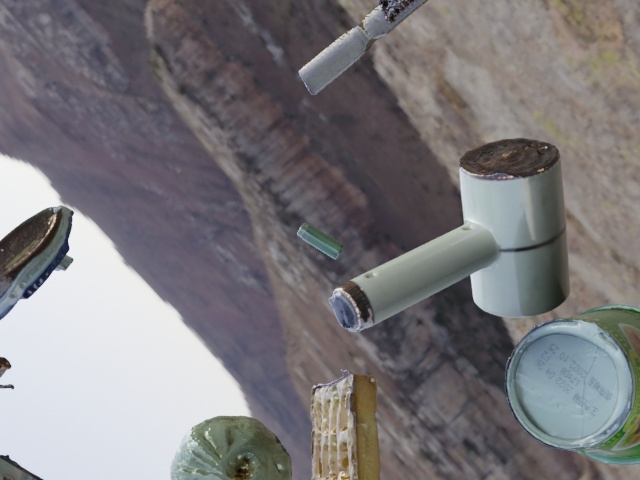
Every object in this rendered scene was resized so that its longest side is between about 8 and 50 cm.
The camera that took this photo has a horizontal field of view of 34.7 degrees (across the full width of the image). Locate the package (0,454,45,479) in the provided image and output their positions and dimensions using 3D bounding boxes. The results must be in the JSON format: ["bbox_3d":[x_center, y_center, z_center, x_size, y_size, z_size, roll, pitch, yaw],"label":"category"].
[{"bbox_3d":[-0.483,0.468,1.690,0.232,0.166,0.040,31,145,-3],"label":"package"}]

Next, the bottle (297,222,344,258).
[{"bbox_3d":[0.000,0.000,1.801,0.083,0.030,0.030,31,175,3],"label":"bottle"}]

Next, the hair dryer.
[{"bbox_3d":[0.151,0.027,1.237,0.128,0.362,0.203,26,133,51],"label":"hair dryer"}]

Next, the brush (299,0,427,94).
[{"bbox_3d":[0.067,-0.278,1.310,0.036,0.248,0.043,13,-135,-59],"label":"brush"}]

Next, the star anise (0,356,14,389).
[{"bbox_3d":[-0.533,0.221,1.604,0.190,0.097,0.070,-1,147,32],"label":"star anise"}]

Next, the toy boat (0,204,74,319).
[{"bbox_3d":[-0.540,0.050,1.904,0.114,0.262,0.115,20,146,32],"label":"toy boat"}]

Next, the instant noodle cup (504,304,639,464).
[{"bbox_3d":[0.321,0.171,1.207,0.207,0.207,0.232,46,-163,26],"label":"instant noodle cup"}]

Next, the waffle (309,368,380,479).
[{"bbox_3d":[0.046,0.429,2.107,0.348,0.077,0.304,138,133,-71],"label":"waffle"}]

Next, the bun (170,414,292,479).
[{"bbox_3d":[-0.131,0.363,1.595,0.195,0.195,0.118,48,144,-5],"label":"bun"}]
